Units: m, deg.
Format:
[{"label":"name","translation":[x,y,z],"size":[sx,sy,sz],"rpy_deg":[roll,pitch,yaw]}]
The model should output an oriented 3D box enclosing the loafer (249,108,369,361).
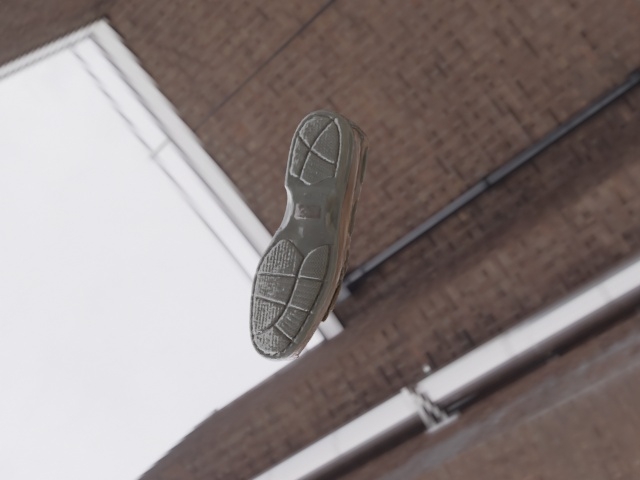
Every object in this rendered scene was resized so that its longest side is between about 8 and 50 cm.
[{"label":"loafer","translation":[0.000,0.000,0.694],"size":[0.039,0.045,0.125],"rpy_deg":[15,-92,-54]}]
